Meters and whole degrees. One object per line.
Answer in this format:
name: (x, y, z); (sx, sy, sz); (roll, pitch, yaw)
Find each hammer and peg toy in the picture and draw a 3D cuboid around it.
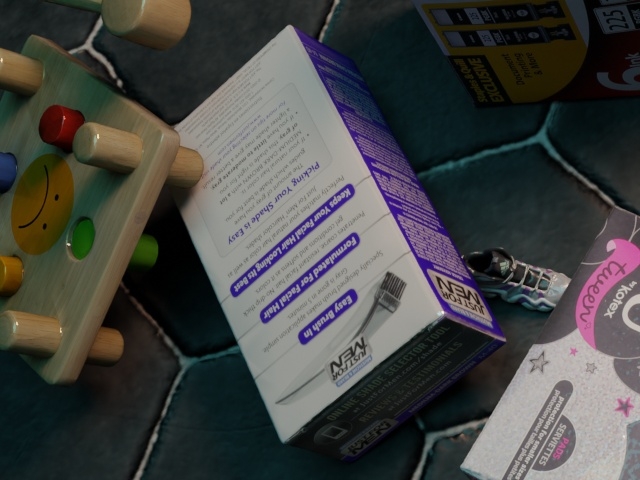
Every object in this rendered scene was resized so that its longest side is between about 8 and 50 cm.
hammer and peg toy: (-0.226, -0.082, 1.649); (0.266, 0.127, 0.361); (35, 105, 45)

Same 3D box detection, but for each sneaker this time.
sneaker: (0.164, 0.029, 1.543); (0.098, 0.069, 0.038); (5, 68, 25)

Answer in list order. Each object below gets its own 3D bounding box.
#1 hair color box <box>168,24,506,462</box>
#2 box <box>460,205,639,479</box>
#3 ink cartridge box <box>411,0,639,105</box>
hair color box: (0.000, 0.000, 1.583); (0.185, 0.110, 0.338); (-40, 53, 21)
box: (0.248, 0.126, 1.415); (0.163, 0.142, 0.247); (26, 77, 31)
ink cartridge box: (0.154, -0.243, 1.543); (0.272, 0.309, 0.130); (-3, 64, 23)
